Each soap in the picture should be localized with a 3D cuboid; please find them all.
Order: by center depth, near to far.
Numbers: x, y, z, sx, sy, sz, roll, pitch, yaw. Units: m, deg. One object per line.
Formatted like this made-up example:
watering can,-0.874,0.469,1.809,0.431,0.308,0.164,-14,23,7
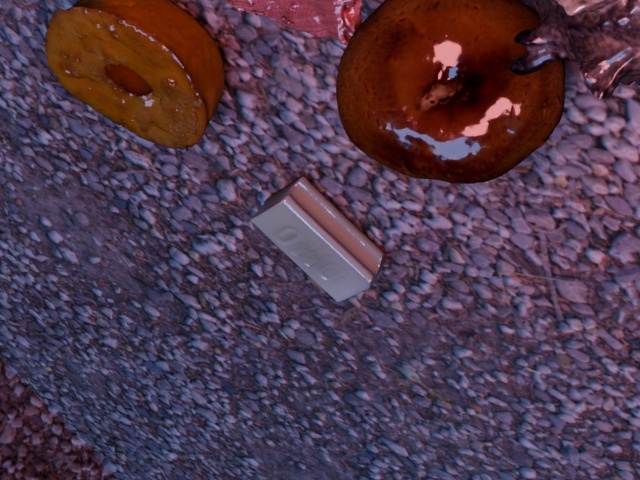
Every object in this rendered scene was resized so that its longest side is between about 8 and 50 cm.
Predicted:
soap,0.000,0.000,2.199,0.198,0.066,0.119,43,148,-13

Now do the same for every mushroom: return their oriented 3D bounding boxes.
mushroom,0.153,-0.195,1.717,0.267,0.267,0.254,43,-178,-12

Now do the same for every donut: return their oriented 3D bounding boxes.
donut,-0.262,-0.260,2.061,0.277,0.108,0.278,23,145,17

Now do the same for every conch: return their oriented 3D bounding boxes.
conch,0.304,-0.274,1.480,0.240,0.186,0.313,45,155,9

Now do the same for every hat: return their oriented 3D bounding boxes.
hat,-0.077,-0.370,1.752,0.286,0.107,0.237,14,119,32
